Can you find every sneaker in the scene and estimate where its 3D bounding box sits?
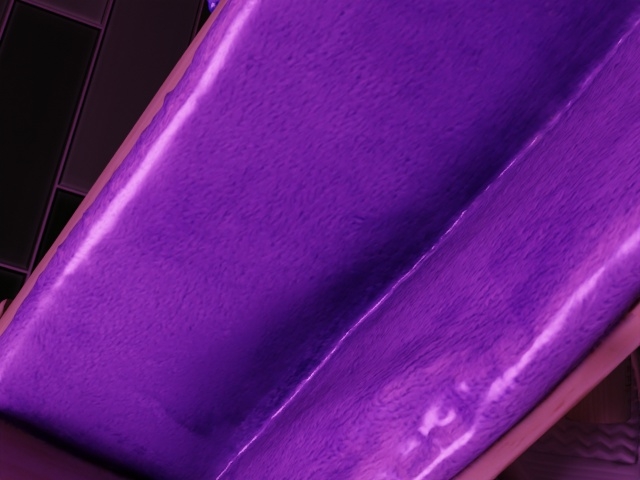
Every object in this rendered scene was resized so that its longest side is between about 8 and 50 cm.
[{"bbox_3d":[0.097,0.076,0.599,0.256,0.094,0.151,-110,16,-45],"label":"sneaker"}]

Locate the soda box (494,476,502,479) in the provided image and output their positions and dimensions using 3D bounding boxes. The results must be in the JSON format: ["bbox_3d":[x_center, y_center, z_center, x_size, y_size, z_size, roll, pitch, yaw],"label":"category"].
[{"bbox_3d":[0.027,0.225,0.517,0.092,0.083,0.263,-138,51,-69],"label":"soda box"}]

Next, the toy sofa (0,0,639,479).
[{"bbox_3d":[0.000,0.000,0.393,0.362,0.150,0.177,-49,23,27],"label":"toy sofa"}]

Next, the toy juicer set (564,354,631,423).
[{"bbox_3d":[0.175,0.045,0.376,0.329,0.089,0.209,-123,35,-65],"label":"toy juicer set"}]

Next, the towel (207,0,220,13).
[{"bbox_3d":[0.045,-0.193,0.723,0.227,0.076,0.308,-25,15,14],"label":"towel"}]
